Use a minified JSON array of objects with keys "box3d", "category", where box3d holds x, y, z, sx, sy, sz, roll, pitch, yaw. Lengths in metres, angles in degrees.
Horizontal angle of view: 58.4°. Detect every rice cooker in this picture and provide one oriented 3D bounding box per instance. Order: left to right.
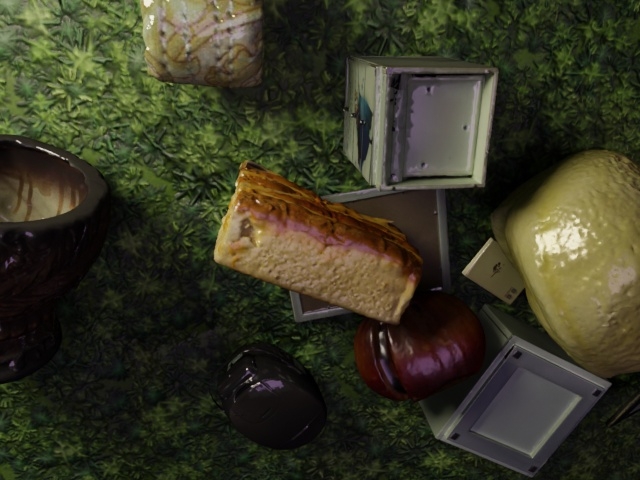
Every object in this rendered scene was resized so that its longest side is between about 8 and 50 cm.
[{"box3d":[-0.082,0.252,0.937,0.142,0.118,0.203,-41,111,9],"category":"rice cooker"}]

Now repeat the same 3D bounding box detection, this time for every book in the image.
[{"box3d":[0.305,0.053,0.972,0.111,0.014,0.077,32,102,-19],"category":"book"}]

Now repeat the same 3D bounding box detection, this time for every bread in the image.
[{"box3d":[0.000,0.000,0.802,0.275,0.184,0.114,23,110,-14],"category":"bread"},{"box3d":[0.406,0.027,0.825,0.237,0.320,0.320,-37,112,23],"category":"bread"}]

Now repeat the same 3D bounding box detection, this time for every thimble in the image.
[{"box3d":[-0.142,-0.289,0.715,0.144,0.137,0.190,0,96,-6],"category":"thimble"}]

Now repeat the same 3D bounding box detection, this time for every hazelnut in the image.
[{"box3d":[0.157,0.162,0.910,0.204,0.178,0.178,-20,116,34],"category":"hazelnut"}]

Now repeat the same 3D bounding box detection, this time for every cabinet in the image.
[{"box3d":[0.118,-0.163,0.759,0.150,0.206,0.144,-2,111,-8],"category":"cabinet"}]

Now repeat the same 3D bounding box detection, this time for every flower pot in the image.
[{"box3d":[-0.427,0.029,0.743,0.267,0.266,0.267,14,119,-13],"category":"flower pot"}]

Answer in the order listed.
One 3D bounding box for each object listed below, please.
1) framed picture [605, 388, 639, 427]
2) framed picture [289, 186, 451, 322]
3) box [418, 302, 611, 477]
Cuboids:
[{"box3d":[0.641,0.186,0.949,0.265,0.016,0.347,-20,143,-19],"category":"framed picture"},{"box3d":[0.074,0.016,0.924,0.275,0.017,0.217,-9,111,-5],"category":"framed picture"},{"box3d":[0.336,0.270,1.004,0.225,0.117,0.225,26,105,-17],"category":"box"}]
